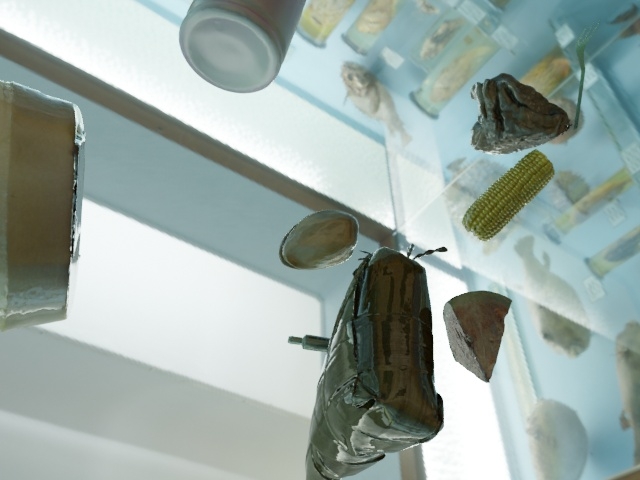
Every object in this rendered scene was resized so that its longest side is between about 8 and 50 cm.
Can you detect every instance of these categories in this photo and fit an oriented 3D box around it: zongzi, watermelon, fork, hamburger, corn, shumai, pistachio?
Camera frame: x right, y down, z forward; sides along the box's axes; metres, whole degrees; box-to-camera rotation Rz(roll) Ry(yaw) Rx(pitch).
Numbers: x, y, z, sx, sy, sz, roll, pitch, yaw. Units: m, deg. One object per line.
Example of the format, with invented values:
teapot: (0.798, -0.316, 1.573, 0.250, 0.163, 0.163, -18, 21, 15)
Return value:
zongzi: (0.071, 0.255, 1.393, 0.218, 0.467, 0.500, 24, -132, -20)
watermelon: (0.305, 0.209, 1.318, 0.136, 0.207, 0.202, 22, -143, 9)
fork: (0.485, -0.305, 1.166, 0.039, 0.235, 0.021, -24, -131, -10)
hamburger: (-0.365, -0.038, 0.750, 0.151, 0.227, 0.295, 6, -88, -21)
corn: (0.434, -0.103, 1.439, 0.093, 0.244, 0.093, 43, -175, -5)
shumai: (0.457, -0.317, 1.512, 0.184, 0.218, 0.185, -44, -62, -23)
pistachio: (0.000, 0.000, 1.547, 0.215, 0.144, 0.144, -21, -112, -18)

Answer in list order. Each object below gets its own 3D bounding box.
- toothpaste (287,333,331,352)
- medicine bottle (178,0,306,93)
toothpaste: (0.047, 0.257, 1.499, 0.255, 0.067, 0.037, 10, -93, -5)
medicine bottle: (-0.137, -0.469, 1.240, 0.202, 0.202, 0.316, 30, -126, -20)
